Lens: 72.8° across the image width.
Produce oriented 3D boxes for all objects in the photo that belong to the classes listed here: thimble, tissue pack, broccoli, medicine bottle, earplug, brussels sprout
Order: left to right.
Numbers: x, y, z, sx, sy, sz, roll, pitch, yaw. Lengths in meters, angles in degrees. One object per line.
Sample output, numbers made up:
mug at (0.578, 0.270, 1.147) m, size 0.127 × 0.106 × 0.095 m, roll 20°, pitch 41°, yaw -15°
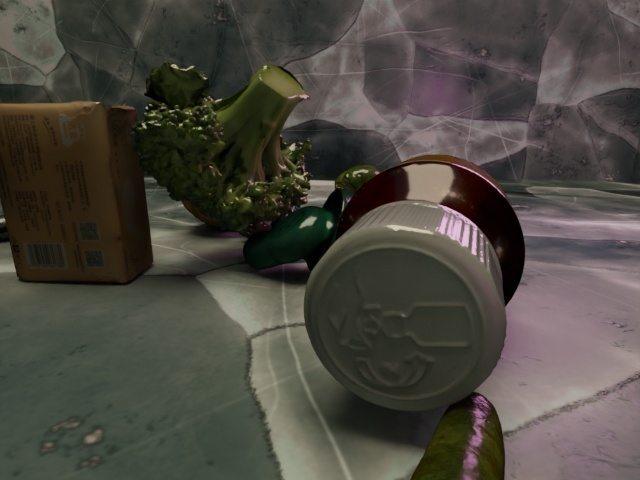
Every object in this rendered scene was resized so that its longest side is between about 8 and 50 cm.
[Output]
tissue pack at (-0.429, -0.098, 0.808) m, size 0.238 × 0.305 × 0.238 m, roll 0°, pitch 17°, yaw 0°
broccoli at (-0.174, -0.174, 0.819) m, size 0.338 × 0.317 × 0.277 m, roll 11°, pitch 44°, yaw -4°
thimble at (-0.125, -0.053, 1.037) m, size 0.135 × 0.118 × 0.090 m, roll 10°, pitch 16°, yaw 30°
earplug at (-0.002, 0.008, 0.832) m, size 0.280 × 0.257 × 0.164 m, roll 15°, pitch 50°, yaw -7°
brussels sprout at (0.119, -0.117, 1.168) m, size 0.145 × 0.183 × 0.131 m, roll -32°, pitch 34°, yaw -28°
medicine bottle at (0.123, 0.031, 0.522) m, size 0.242 × 0.242 × 0.395 m, roll 5°, pitch 20°, yaw 16°

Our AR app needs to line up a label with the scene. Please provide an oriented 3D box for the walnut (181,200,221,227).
walnut at (-0.243, -0.173, 1.175) m, size 0.252 × 0.277 × 0.313 m, roll -4°, pitch 13°, yaw 23°

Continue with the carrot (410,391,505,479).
carrot at (0.070, 0.178, 0.242) m, size 0.074 × 0.074 × 0.358 m, roll 7°, pitch 14°, yaw 22°

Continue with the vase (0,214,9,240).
vase at (-0.715, -0.040, 1.062) m, size 0.060 × 0.060 × 0.211 m, roll 13°, pitch 20°, yaw 40°
